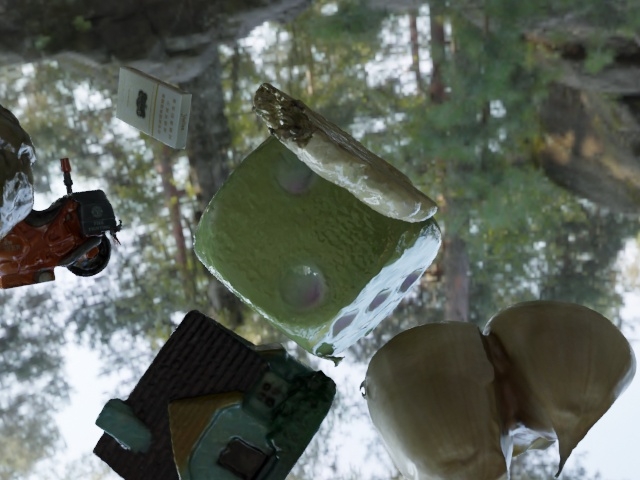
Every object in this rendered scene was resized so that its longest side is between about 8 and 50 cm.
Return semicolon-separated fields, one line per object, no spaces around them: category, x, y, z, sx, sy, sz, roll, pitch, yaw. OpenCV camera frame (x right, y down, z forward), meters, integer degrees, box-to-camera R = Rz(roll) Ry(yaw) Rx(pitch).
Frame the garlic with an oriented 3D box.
garlic;0.190;0.179;1.070;0.286;0.250;0.313;6;170;14

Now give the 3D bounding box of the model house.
model house;-0.161;0.243;1.391;0.281;0.248;0.230;-56;-171;-4

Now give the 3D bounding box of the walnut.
walnut;-0.509;-0.100;1.321;0.248;0.248;0.248;-6;-148;3

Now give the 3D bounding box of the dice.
dice;0.000;0.000;1.350;0.254;0.252;0.250;40;-89;16

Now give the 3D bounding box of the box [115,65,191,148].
box;-0.270;-0.214;1.579;0.024;0.090;0.167;-12;-149;-44

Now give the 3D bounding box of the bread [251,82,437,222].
bread;0.025;-0.078;0.955;0.039;0.181;0.251;-54;-154;8

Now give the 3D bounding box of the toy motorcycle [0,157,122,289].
toy motorcycle;-0.500;-0.031;1.654;0.325;0.221;0.147;-10;-175;-32
